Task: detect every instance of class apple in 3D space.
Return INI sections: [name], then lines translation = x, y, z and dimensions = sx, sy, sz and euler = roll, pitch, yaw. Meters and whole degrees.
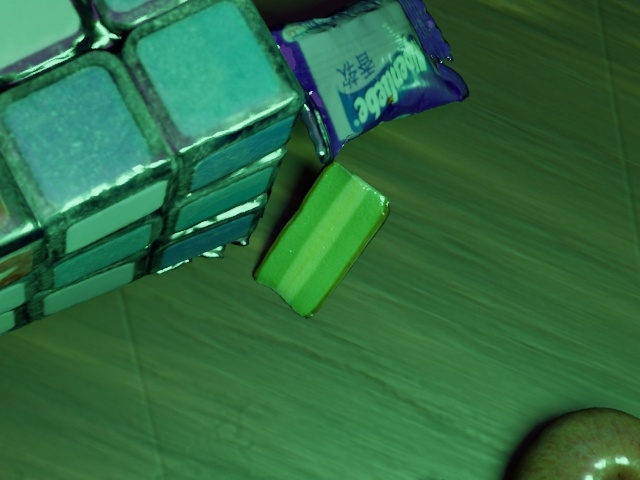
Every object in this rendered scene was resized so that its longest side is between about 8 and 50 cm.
[apple]
translation = 0.245, 0.221, 1.742
dimensions = 0.153, 0.120, 0.153
euler = 2, 77, -8

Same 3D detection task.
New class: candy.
[candy]
translation = 0.032, -0.158, 1.774
dimensions = 0.275, 0.070, 0.145
euler = -28, 89, -52

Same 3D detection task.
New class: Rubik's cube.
[Rubik's cube]
translation = -0.249, -0.136, 1.639
dimensions = 0.362, 0.359, 0.363
euler = -24, 82, -10

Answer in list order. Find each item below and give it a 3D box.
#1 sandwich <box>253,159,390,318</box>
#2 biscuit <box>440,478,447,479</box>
[sandwich]
translation = 0.000, 0.000, 1.784
dimensions = 0.074, 0.074, 0.116
euler = 36, 75, 2
[biscuit]
translation = 0.174, 0.299, 1.749
dimensions = 0.219, 0.055, 0.061
euler = 39, 70, 1
